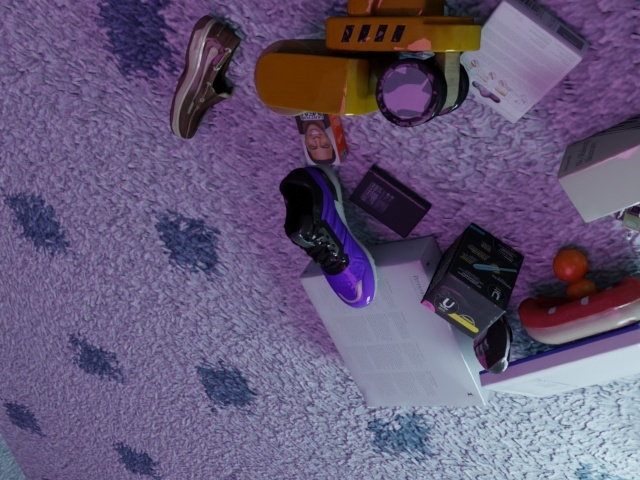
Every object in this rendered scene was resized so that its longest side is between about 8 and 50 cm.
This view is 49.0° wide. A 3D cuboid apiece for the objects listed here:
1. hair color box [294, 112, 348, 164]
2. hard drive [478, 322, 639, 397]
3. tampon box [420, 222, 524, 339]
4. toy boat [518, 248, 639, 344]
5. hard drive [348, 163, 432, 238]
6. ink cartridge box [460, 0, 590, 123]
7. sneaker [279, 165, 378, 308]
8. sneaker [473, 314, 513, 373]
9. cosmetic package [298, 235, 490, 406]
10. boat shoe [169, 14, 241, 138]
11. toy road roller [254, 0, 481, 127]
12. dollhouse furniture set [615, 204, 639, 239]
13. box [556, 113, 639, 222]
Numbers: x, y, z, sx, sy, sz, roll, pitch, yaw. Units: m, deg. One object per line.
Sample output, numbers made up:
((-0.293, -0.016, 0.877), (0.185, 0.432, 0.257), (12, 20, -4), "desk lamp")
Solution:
((-0.001, -0.209, 1.282), (0.072, 0.043, 0.141), (1, 126, 27), "hair color box")
((0.483, 0.227, 1.282), (0.210, 0.040, 0.319), (17, 147, -39), "hard drive")
((0.275, 0.072, 1.269), (0.120, 0.161, 0.101), (35, 134, 1), "tampon box")
((0.451, 0.087, 1.222), (0.231, 0.151, 0.151), (-27, 79, 40), "toy boat")
((0.131, -0.072, 1.331), (0.135, 0.022, 0.094), (36, 134, 0), "hard drive")
((0.298, -0.278, 1.077), (0.145, 0.045, 0.179), (36, 152, -2), "ink cartridge box")
((-0.001, 0.000, 1.307), (0.102, 0.146, 0.293), (-27, 84, 32), "sneaker")
((0.337, 0.184, 1.324), (0.072, 0.178, 0.077), (-29, 119, 30), "sneaker")
((0.163, 0.184, 1.466), (0.285, 0.097, 0.377), (-8, 120, 36), "cosmetic package")
((-0.211, -0.283, 1.309), (0.095, 0.095, 0.257), (26, 133, 1), "boat shoe")
((0.074, -0.307, 1.054), (0.330, 0.202, 0.240), (8, 108, 22), "toy road roller")
((0.532, -0.029, 1.099), (0.114, 0.081, 0.090), (21, 133, 13), "dollhouse furniture set")
((0.496, -0.133, 1.019), (0.275, 0.113, 0.094), (-25, 109, 39), "box")
